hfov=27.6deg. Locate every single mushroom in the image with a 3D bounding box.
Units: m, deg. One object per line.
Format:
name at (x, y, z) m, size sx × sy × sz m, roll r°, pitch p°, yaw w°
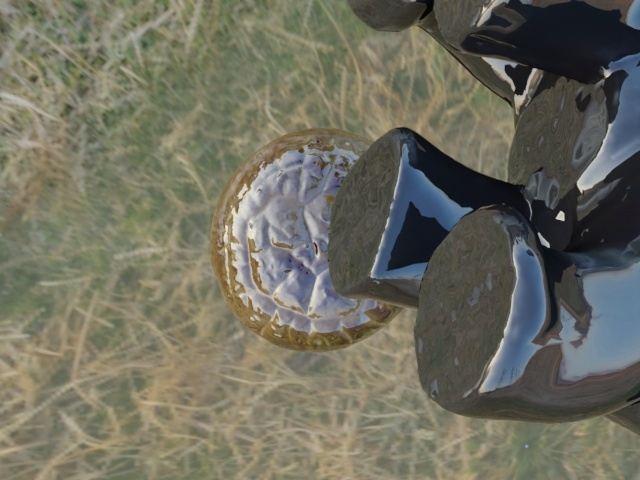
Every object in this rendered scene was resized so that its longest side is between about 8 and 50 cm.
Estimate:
mushroom at (0.000, 0.000, 1.412) m, size 0.253 × 0.153 × 0.253 m, roll 1°, pitch 95°, yaw 10°

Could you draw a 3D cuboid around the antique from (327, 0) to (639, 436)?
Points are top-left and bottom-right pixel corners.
antique at (0.147, -0.042, 0.541) m, size 0.255 × 0.185 × 0.322 m, roll 12°, pitch 61°, yaw -19°
